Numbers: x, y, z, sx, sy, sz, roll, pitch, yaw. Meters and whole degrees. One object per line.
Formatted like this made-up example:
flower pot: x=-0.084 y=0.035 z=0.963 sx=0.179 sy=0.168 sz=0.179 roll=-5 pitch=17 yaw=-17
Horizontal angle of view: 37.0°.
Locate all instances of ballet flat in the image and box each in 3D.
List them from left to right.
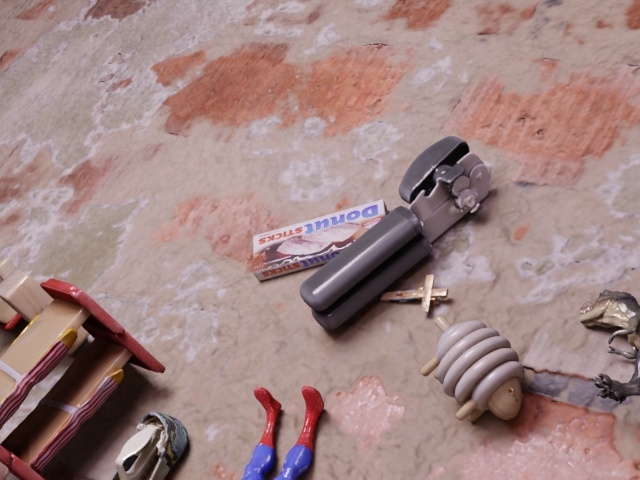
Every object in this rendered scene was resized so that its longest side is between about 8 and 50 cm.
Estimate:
ballet flat: x=-0.214 y=0.268 z=1.042 sx=0.070 sy=0.070 sz=0.188 roll=7 pitch=55 yaw=32

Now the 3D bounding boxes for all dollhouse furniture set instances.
dollhouse furniture set: x=-0.384 y=0.155 z=1.205 sx=0.201 sy=0.152 sz=0.374 roll=-51 pitch=30 yaw=-20

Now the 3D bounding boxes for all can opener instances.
can opener: x=0.089 y=-0.008 z=1.131 sx=0.280 sy=0.074 sz=0.093 roll=-42 pitch=41 yaw=-14

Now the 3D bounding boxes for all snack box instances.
snack box: x=0.000 y=0.000 z=1.207 sx=0.178 sy=0.022 sz=0.064 roll=-16 pitch=46 yaw=14

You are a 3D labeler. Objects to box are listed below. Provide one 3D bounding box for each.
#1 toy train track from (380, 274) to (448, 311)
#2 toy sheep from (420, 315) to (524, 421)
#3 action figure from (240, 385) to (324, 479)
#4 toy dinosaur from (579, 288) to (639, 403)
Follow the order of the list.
toy train track: x=0.109 y=0.064 z=1.100 sx=0.083 sy=0.014 sz=0.048 roll=-6 pitch=55 yaw=31
toy sheep: x=0.155 y=0.127 z=0.967 sx=0.091 sy=0.091 sz=0.132 roll=-36 pitch=62 yaw=-7
action figure: x=-0.076 y=0.256 z=0.936 sx=0.092 sy=0.139 sz=0.280 roll=-6 pitch=51 yaw=24
toy dinosaur: x=0.333 y=0.129 z=0.893 sx=0.118 sy=0.064 sz=0.268 roll=-40 pitch=47 yaw=-20
